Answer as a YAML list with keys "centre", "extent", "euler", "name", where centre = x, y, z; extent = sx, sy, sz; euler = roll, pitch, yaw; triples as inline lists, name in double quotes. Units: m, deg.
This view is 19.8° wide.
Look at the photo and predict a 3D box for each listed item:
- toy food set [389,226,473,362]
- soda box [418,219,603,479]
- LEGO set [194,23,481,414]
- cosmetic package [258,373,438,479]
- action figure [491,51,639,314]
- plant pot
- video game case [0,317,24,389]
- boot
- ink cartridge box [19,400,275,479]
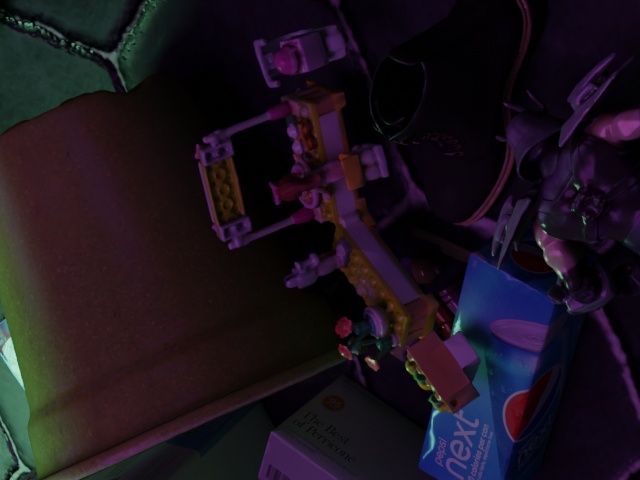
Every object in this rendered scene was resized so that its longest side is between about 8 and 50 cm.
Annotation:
- centre: [0.083, 0.053, 1.355]
  extent: [0.078, 0.019, 0.122]
  euler: [25, 130, 29]
  name: "toy food set"
- centre: [0.132, 0.090, 1.300]
  extent: [0.071, 0.067, 0.210]
  euler: [31, 133, 24]
  name: "soda box"
- centre: [0.000, 0.000, 1.263]
  extent: [0.132, 0.107, 0.287]
  euler: [-15, 97, 67]
  name: "LEGO set"
- centre: [0.077, 0.205, 1.403]
  extent: [0.239, 0.099, 0.060]
  euler: [33, 131, 21]
  name: "cosmetic package"
- centre: [0.223, 0.000, 1.135]
  extent: [0.285, 0.099, 0.185]
  euler: [38, 135, 16]
  name: "action figure"
- centre: [-0.138, 0.023, 1.382]
  extent: [0.276, 0.276, 0.254]
  euler: [-28, 85, 48]
  name: "plant pot"
- centre: [-0.233, 0.104, 1.674]
  extent: [0.166, 0.015, 0.119]
  euler: [-33, 92, 48]
  name: "video game case"
- centre: [0.070, -0.073, 1.198]
  extent: [0.077, 0.137, 0.198]
  euler: [27, 132, 26]
  name: "boot"
- centre: [-0.158, 0.287, 1.551]
  extent: [0.270, 0.198, 0.197]
  euler: [-20, 102, 34]
  name: "ink cartridge box"
